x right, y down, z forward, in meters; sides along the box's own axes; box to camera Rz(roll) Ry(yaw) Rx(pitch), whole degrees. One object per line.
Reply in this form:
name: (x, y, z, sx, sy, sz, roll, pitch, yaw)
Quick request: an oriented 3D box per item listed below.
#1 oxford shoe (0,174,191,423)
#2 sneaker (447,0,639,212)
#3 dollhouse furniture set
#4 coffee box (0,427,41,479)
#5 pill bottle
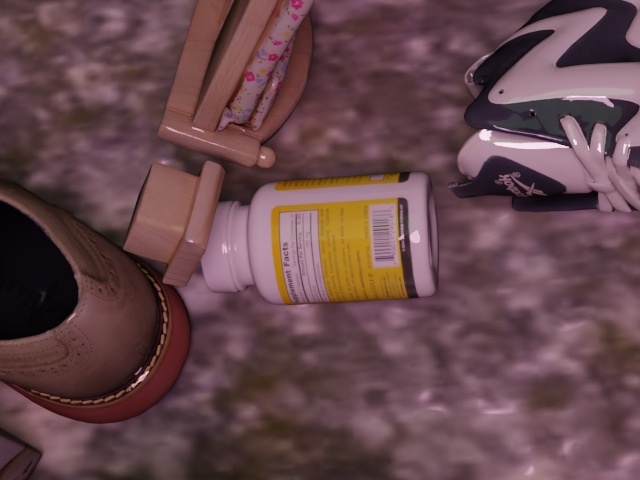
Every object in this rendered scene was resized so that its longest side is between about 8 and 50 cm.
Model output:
oxford shoe: (-0.236, -0.015, 0.697, 0.348, 0.130, 0.123, 17, 75, 16)
sneaker: (0.144, -0.033, 0.637, 0.153, 0.094, 0.235, -28, 57, 8)
dollhouse furniture set: (0.062, -0.175, 0.611, 0.174, 0.303, 0.355, 18, 59, -11)
coffee box: (-0.281, 0.188, 0.615, 0.119, 0.168, 0.297, 26, 77, 19)
pill bottle: (0.000, 0.000, 0.680, 0.116, 0.065, 0.065, -3, 70, 10)
